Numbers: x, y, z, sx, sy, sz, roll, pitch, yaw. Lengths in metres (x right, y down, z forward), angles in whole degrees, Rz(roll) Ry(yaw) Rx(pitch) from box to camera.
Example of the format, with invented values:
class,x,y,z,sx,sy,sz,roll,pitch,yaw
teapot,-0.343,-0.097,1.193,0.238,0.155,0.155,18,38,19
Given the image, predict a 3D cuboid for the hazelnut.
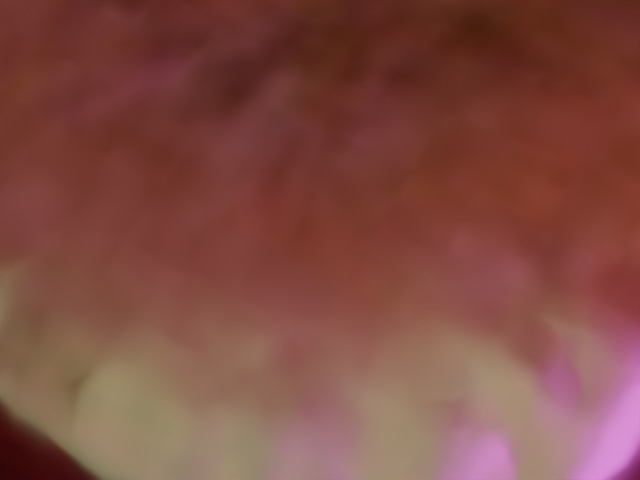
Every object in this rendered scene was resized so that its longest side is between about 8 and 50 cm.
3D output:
class,x,y,z,sx,sy,sz,roll,pitch,yaw
hazelnut,0.000,0.000,0.503,0.409,0.359,0.359,33,105,10
